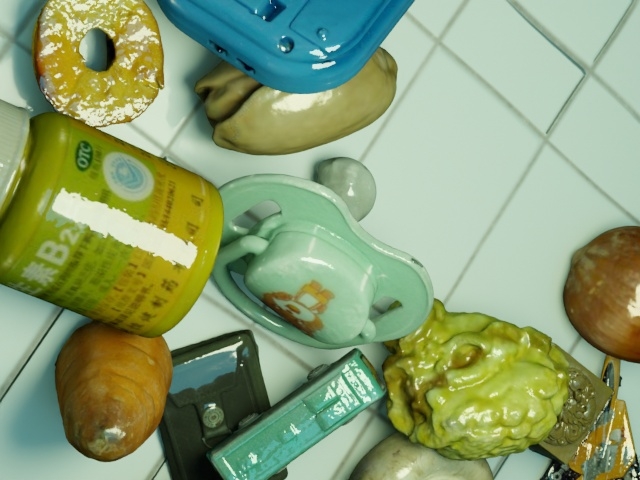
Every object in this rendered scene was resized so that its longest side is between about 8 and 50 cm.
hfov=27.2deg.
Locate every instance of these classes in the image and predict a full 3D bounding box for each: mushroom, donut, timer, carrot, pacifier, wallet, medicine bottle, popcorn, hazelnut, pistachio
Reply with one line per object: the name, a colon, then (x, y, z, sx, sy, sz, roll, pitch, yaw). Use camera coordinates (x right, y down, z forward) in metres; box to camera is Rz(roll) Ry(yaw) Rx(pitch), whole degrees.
mushroom: (0.153, 0.392, 1.945, 0.254, 0.184, 0.255, 0, 89, -23)
donut: (-0.291, -0.239, 1.693, 0.174, 0.074, 0.190, -21, 102, -20)
timer: (-0.031, -0.367, 1.691, 0.309, 0.115, 0.340, 34, 68, 8)
carrot: (-0.269, 0.201, 1.677, 0.159, 0.225, 0.159, -1, 104, -4)
pacifier: (0.000, 0.000, 1.813, 0.343, 0.288, 0.269, 42, 45, -22)
wallet: (-0.141, 0.258, 1.857, 0.168, 0.052, 0.245, -19, 108, -18)
medicine bottle: (-0.329, -0.042, 1.620, 0.384, 0.224, 0.224, 25, 87, -26)
popcorn: (0.202, 0.207, 1.873, 0.286, 0.174, 0.225, 20, 53, 10)
hazelnut: (0.484, 0.080, 2.061, 0.214, 0.176, 0.214, 1, 73, -5)
pistachio: (-0.021, -0.202, 1.783, 0.293, 0.181, 0.162, -20, 69, -25)

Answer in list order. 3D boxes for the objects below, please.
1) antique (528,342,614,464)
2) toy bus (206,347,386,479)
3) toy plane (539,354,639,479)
antique: (0.342, 0.243, 2.030, 0.152, 0.148, 0.147, 37, 79, -23)
toy bus: (-0.030, 0.249, 1.806, 0.261, 0.109, 0.091, -36, 91, -6)
toy plane: (0.451, 0.311, 2.119, 0.103, 0.204, 0.316, 46, 54, -64)
